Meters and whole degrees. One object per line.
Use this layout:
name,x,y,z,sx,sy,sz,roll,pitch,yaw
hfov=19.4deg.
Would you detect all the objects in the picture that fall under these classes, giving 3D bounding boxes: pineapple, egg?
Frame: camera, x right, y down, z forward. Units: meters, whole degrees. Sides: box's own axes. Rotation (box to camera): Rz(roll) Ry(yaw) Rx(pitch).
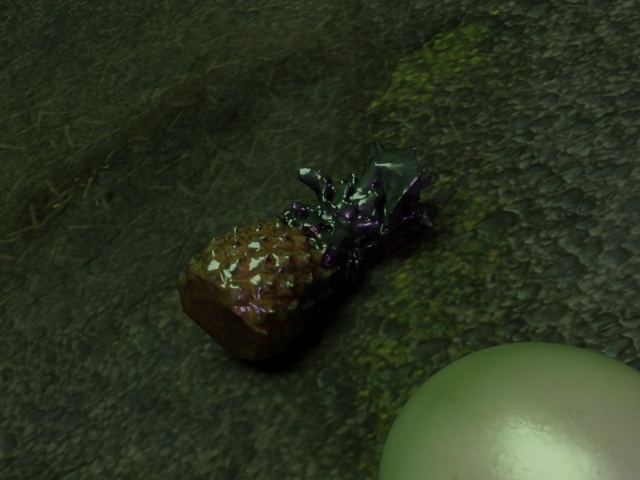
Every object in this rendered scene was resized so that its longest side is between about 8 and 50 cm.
pineapple,0.000,0.000,1.531,0.119,0.111,0.237,37,59,24
egg,0.145,0.161,1.093,0.188,0.189,0.253,-40,42,-19
